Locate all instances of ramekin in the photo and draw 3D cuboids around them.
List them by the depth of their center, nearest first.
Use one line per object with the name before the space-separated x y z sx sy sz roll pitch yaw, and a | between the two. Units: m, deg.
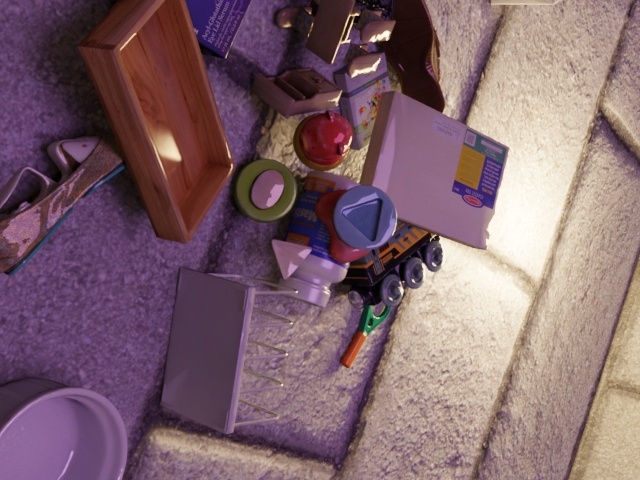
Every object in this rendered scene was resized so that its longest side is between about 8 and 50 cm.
ramekin | -0.476 0.365 1.537 0.277 0.135 0.277 -14 110 -46

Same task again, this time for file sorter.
file sorter | -0.171 0.207 1.798 0.173 0.193 0.278 2 98 -51

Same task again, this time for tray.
tray | -0.260 -0.211 1.533 0.411 0.076 0.203 76 32 -45

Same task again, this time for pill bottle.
pill bottle | 0.000 0.000 1.963 0.152 0.152 0.272 27 79 -48

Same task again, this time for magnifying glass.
magnifying glass | 0.113 0.208 2.244 0.092 0.026 0.231 50 61 -43

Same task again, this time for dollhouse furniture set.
dollhouse furniture set | -0.014 -0.381 1.810 0.161 0.212 0.242 -19 141 -46

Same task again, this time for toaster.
toaster | 0.075 -0.541 1.937 0.168 0.110 0.186 -7 106 -48

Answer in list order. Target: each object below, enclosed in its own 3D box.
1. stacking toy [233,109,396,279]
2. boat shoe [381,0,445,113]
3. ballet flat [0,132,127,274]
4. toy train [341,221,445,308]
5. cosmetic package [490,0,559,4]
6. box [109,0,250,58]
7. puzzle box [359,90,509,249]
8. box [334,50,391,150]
stacking toy | -0.008 -0.087 1.822 0.279 0.130 0.309 -29 93 -12
boat shoe | 0.222 -0.451 2.141 0.123 0.123 0.342 -77 151 -52
ballet flat | -0.429 -0.095 1.495 0.348 0.123 0.123 -50 132 -28
toy train | 0.170 0.027 2.182 0.334 0.142 0.190 -34 114 -38
cosmetic package | 0.524 -0.794 2.312 0.155 0.197 0.365 -36 126 -37
box | -0.238 -0.434 1.597 0.207 0.108 0.153 23 90 -45
puzzle box | 0.274 -0.155 2.161 0.409 0.052 0.272 19 81 -36
box | 0.105 -0.318 2.084 0.145 0.038 0.186 -34 125 -38
